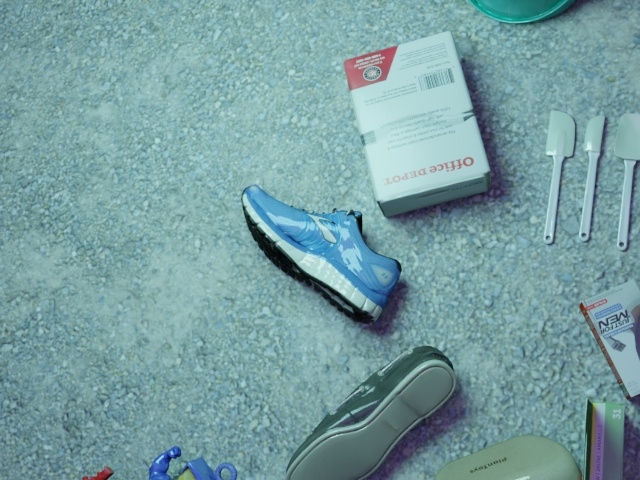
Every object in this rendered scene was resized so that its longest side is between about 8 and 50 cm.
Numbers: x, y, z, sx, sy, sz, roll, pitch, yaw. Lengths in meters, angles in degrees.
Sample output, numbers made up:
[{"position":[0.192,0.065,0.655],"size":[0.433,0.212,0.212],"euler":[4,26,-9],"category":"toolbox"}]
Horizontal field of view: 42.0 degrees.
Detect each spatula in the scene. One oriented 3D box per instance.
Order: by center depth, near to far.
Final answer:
[{"position":[0.465,-0.105,1.420],"size":[0.168,0.019,0.242],"euler":[7,78,13],"category":"spatula"}]

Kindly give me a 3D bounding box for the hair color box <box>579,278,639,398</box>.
[{"position":[0.495,0.157,1.332],"size":[0.093,0.053,0.167],"euler":[-25,74,5],"category":"hair color box"}]

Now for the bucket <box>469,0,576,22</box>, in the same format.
[{"position":[0.362,-0.529,1.460],"size":[0.281,0.183,0.281],"euler":[-3,76,13],"category":"bucket"}]

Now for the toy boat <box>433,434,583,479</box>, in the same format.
[{"position":[0.296,0.407,1.289],"size":[0.231,0.151,0.151],"euler":[-23,103,7],"category":"toy boat"}]

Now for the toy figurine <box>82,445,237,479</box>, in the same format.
[{"position":[-0.209,0.462,1.355],"size":[0.217,0.191,0.362],"euler":[-41,73,-5],"category":"toy figurine"}]

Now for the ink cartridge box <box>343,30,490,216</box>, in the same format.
[{"position":[0.169,-0.199,1.459],"size":[0.197,0.114,0.273],"euler":[-14,73,8],"category":"ink cartridge box"}]

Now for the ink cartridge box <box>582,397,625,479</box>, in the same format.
[{"position":[0.412,0.321,1.214],"size":[0.056,0.235,0.171],"euler":[2,77,18],"category":"ink cartridge box"}]

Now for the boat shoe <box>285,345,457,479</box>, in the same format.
[{"position":[0.081,0.298,1.383],"size":[0.335,0.095,0.112],"euler":[-39,107,5],"category":"boat shoe"}]

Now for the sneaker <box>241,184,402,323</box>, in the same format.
[{"position":[0.000,0.000,1.461],"size":[0.330,0.130,0.147],"euler":[36,72,15],"category":"sneaker"}]
